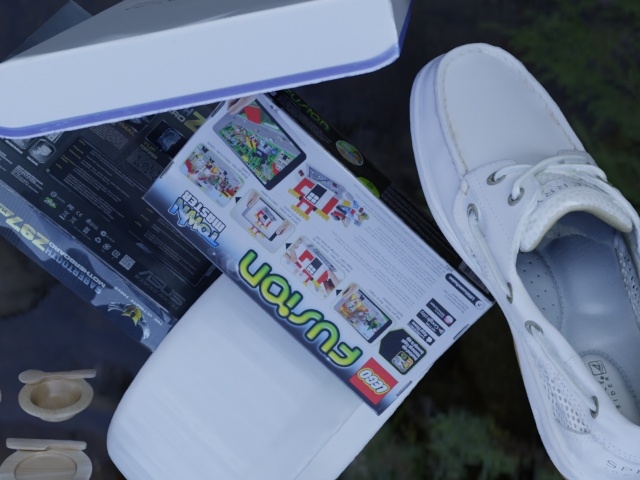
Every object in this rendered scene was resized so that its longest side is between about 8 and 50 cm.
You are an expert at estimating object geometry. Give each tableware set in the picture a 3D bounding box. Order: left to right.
[{"bbox_3d":[-0.232,0.136,1.192,0.141,0.168,0.020,0,119,-2],"label":"tableware set"}]

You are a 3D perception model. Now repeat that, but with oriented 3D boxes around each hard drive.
[{"bbox_3d":[-0.053,-0.124,0.966,0.210,0.318,0.040,-10,103,7],"label":"hard drive"}]

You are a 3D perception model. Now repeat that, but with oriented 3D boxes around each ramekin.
[{"bbox_3d":[-0.029,0.106,1.213,0.135,0.277,0.277,40,132,10],"label":"ramekin"}]

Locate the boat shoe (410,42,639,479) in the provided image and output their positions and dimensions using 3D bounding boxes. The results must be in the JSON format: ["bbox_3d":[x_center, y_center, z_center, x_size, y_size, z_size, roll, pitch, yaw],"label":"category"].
[{"bbox_3d":[0.129,-0.004,0.883,0.098,0.277,0.096,-18,156,-13],"label":"boat shoe"}]

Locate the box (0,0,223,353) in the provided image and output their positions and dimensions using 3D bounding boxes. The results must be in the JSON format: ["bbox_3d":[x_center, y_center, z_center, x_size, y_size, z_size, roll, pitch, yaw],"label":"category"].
[{"bbox_3d":[-0.155,-0.050,1.238,0.233,0.183,0.059,38,139,-2],"label":"box"}]

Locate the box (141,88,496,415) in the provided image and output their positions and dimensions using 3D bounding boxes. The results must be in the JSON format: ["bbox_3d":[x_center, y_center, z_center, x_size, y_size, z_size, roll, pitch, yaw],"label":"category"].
[{"bbox_3d":[0.000,0.000,1.037,0.207,0.036,0.114,43,116,0],"label":"box"}]
